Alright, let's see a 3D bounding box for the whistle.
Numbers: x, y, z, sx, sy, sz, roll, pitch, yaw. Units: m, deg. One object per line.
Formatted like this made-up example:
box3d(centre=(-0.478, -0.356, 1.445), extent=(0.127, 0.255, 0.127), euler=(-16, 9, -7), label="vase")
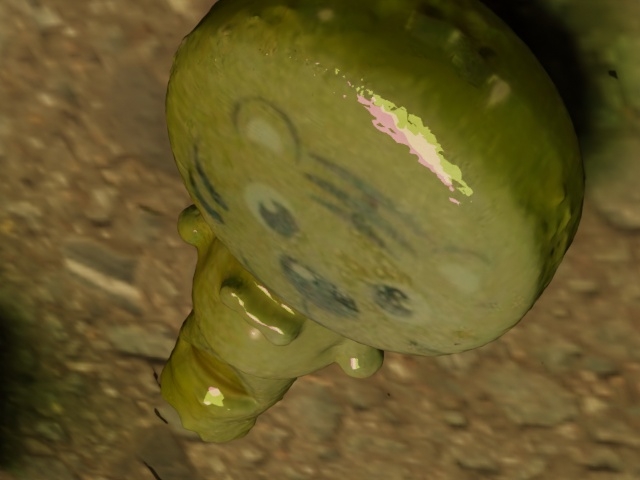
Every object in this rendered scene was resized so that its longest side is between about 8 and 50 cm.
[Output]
box3d(centre=(0.000, 0.000, 0.405), extent=(0.104, 0.057, 0.198), euler=(38, 148, 4), label="whistle")
